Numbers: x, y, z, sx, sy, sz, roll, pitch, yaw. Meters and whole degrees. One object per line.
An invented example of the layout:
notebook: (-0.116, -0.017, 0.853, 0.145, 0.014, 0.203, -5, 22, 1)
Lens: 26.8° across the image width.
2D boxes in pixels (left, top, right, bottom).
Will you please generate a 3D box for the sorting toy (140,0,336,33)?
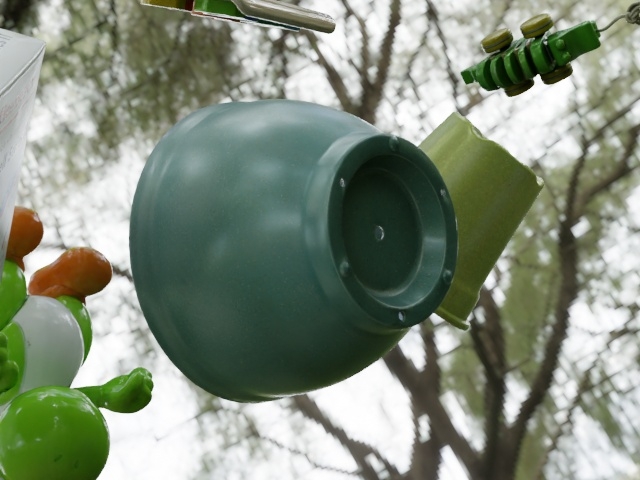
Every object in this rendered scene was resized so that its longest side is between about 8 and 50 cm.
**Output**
sorting toy: (-0.114, -0.262, 1.491, 0.193, 0.208, 0.038, -1, -73, -58)

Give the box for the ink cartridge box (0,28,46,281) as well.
ink cartridge box: (-0.321, -0.056, 1.097, 0.207, 0.119, 0.353, -80, 6, -65)

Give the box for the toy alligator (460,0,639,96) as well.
toy alligator: (0.195, -0.161, 1.141, 0.189, 0.056, 0.051, -16, 20, 35)

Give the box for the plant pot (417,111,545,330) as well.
plant pot: (0.196, -0.045, 2.043, 0.254, 0.276, 0.276, -51, -23, 6)

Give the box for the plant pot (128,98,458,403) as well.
plant pot: (0.000, 0.000, 1.233, 0.196, 0.293, 0.293, -9, -1, 44)

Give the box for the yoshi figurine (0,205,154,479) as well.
yoshi figurine: (-0.273, 0.135, 1.348, 0.203, 0.362, 0.203, -2, -38, -4)
